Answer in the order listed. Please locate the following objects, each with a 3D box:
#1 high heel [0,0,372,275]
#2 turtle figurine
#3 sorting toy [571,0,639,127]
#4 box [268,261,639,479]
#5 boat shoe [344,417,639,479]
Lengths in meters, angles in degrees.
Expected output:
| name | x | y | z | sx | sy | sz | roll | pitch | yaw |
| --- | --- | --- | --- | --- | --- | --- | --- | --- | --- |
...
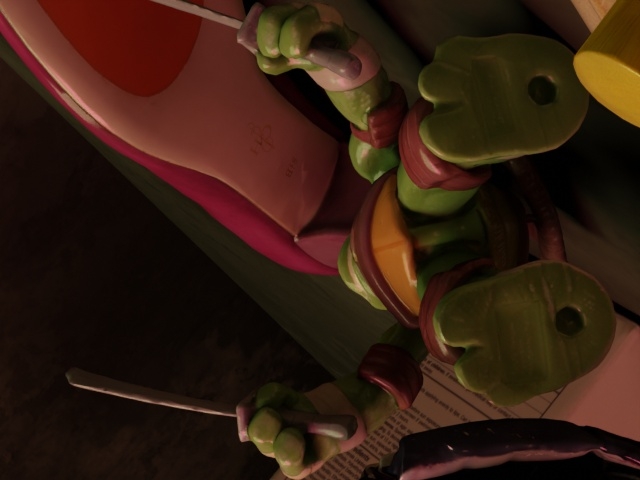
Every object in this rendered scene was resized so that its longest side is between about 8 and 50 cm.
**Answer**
| name | x | y | z | sx | sy | sz | roll | pitch | yaw |
| --- | --- | --- | --- | --- | --- | --- | --- | --- | --- |
| high heel | -0.092 | -0.086 | 0.939 | 0.377 | 0.127 | 0.181 | 41 | 163 | -31 |
| turtle figurine | 0.000 | 0.000 | 0.700 | 0.274 | 0.198 | 0.266 | 29 | 167 | -13 |
| sorting toy | 0.102 | -0.066 | 0.410 | 0.196 | 0.047 | 0.348 | 33 | 170 | 48 |
| box | 0.093 | 0.138 | 0.952 | 0.148 | 0.232 | 0.127 | 33 | 170 | 46 |
| boat shoe | 0.165 | 0.142 | 0.640 | 0.340 | 0.127 | 0.158 | 3 | 162 | -6 |
